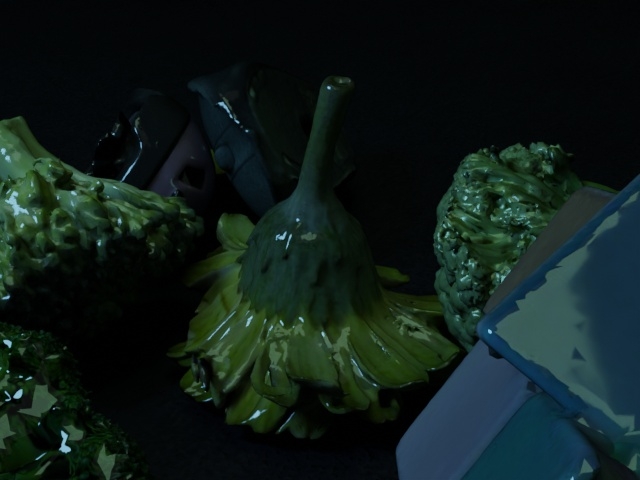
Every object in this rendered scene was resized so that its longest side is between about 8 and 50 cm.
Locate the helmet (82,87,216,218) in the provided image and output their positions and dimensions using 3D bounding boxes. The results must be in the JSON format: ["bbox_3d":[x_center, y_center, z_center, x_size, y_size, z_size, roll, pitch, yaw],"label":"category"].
[{"bbox_3d":[-0.202,-0.065,1.203,0.154,0.198,0.253,34,-6,-8],"label":"helmet"}]

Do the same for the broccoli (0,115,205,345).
[{"bbox_3d":[-0.265,-0.019,0.976,0.248,0.246,0.288,-26,-3,22],"label":"broccoli"}]

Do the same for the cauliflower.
[{"bbox_3d":[0.222,0.020,0.829,0.250,0.272,0.275,-24,27,35],"label":"cauliflower"}]

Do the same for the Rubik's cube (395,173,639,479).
[{"bbox_3d":[0.173,0.176,0.454,0.368,0.358,0.387,34,5,-32],"label":"Rubik's cube"}]

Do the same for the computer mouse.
[{"bbox_3d":[-0.059,-0.104,1.221,0.114,0.203,0.374,-27,-3,15],"label":"computer mouse"}]

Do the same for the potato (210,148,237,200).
[{"bbox_3d":[-0.123,-0.086,1.372,0.119,0.054,0.198,8,21,30],"label":"potato"}]

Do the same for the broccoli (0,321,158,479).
[{"bbox_3d":[-0.242,0.167,0.573,0.297,0.297,0.297,-9,56,14],"label":"broccoli"}]

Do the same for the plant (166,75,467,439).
[{"bbox_3d":[-0.022,0.043,0.919,0.306,0.297,0.261,26,64,28],"label":"plant"}]
